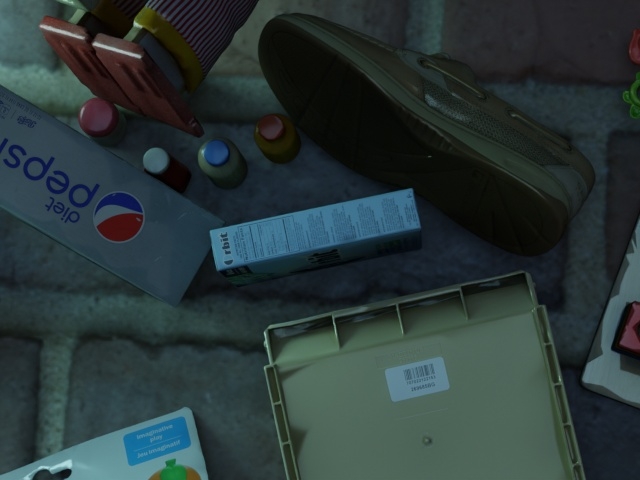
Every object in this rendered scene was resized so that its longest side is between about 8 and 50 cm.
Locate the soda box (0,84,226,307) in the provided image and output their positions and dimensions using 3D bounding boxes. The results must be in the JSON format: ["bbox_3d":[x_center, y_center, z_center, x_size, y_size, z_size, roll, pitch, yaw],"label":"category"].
[{"bbox_3d":[-0.236,-0.051,1.602,0.286,0.091,0.098,31,86,-15],"label":"soda box"}]

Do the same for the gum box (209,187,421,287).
[{"bbox_3d":[0.000,0.000,1.594,0.184,0.157,0.041,-11,83,2],"label":"gum box"}]

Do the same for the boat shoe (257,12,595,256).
[{"bbox_3d":[0.097,-0.115,1.636,0.341,0.122,0.110,35,51,7],"label":"boat shoe"}]

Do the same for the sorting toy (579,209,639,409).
[{"bbox_3d":[0.403,0.057,1.595,0.255,0.089,0.257,20,84,6],"label":"sorting toy"}]

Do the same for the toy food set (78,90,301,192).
[{"bbox_3d":[-0.142,-0.113,1.643,0.232,0.104,0.111,27,85,6],"label":"toy food set"}]

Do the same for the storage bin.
[{"bbox_3d":[0.097,0.183,1.584,0.262,0.123,0.260,-12,82,2],"label":"storage bin"}]

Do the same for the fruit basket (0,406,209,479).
[{"bbox_3d":[-0.237,0.324,1.531,0.327,0.165,0.353,-19,51,1],"label":"fruit basket"}]

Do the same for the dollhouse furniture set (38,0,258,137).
[{"bbox_3d":[-0.182,-0.284,1.489,0.152,0.374,0.201,22,71,38],"label":"dollhouse furniture set"}]

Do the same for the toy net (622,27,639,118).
[{"bbox_3d":[0.363,-0.215,1.657,0.122,0.045,0.232,12,82,7],"label":"toy net"}]
